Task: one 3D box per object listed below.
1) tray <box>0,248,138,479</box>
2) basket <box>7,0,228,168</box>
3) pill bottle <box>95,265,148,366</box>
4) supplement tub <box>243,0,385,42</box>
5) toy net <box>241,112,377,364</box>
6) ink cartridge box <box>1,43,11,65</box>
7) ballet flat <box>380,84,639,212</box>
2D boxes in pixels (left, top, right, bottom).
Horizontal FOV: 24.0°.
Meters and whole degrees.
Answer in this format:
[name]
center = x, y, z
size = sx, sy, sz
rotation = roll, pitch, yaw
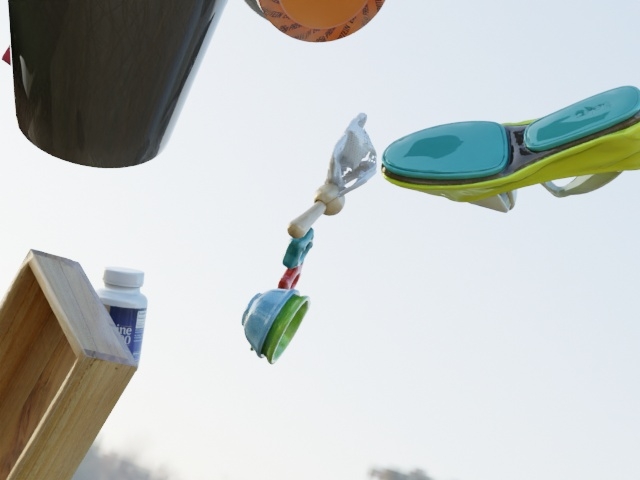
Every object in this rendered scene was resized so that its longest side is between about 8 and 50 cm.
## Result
[tray]
center = -0.357, 0.236, 1.680
size = 0.076, 0.411, 0.203
rotation = 19, 22, -38
[basket]
center = -0.158, -0.182, 1.164
size = 0.204, 0.154, 0.227
rotation = 6, -54, -14
[pill bottle]
center = -0.241, 0.094, 1.786
size = 0.067, 0.120, 0.067
rotation = 8, 4, -1
[supplement tub]
center = -0.025, -0.371, 1.748
size = 0.194, 0.316, 0.193
rotation = -7, -53, -9
[toy net]
center = 0.000, 0.000, 1.328
size = 0.045, 0.232, 0.122
rotation = 28, -3, 11
[ink cartridge box]
center = -0.311, -0.242, 1.996
size = 0.175, 0.127, 0.072
rotation = 35, 4, 4
[ballet flat]
center = 0.166, -0.062, 1.224
size = 0.231, 0.077, 0.077
rotation = -13, -49, 19
